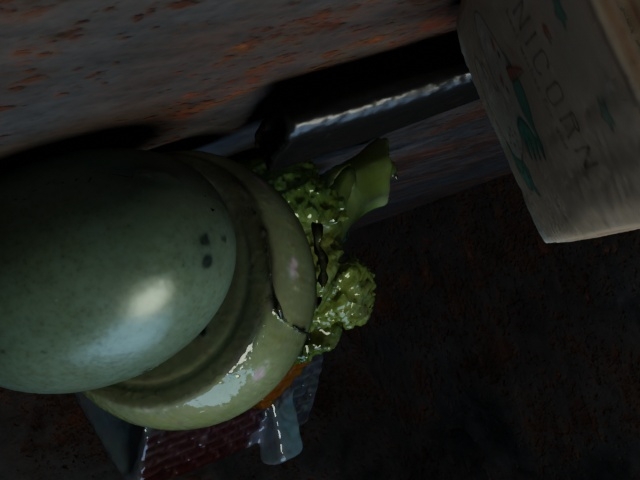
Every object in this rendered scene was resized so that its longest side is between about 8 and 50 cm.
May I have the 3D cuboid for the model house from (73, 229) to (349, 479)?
[{"bbox_3d":[-0.136,0.136,1.423,0.297,0.339,0.360,-8,-176,41],"label":"model house"}]

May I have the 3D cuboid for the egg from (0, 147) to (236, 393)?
[{"bbox_3d":[-0.173,0.022,0.827,0.236,0.169,0.169,-16,178,11],"label":"egg"}]

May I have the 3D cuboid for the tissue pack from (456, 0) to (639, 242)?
[{"bbox_3d":[0.137,-0.087,0.588,0.071,0.170,0.325,-21,177,1],"label":"tissue pack"}]

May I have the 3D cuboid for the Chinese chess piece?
[{"bbox_3d":[-0.113,0.037,0.944,0.237,0.238,0.092,-18,160,18],"label":"Chinese chess piece"}]

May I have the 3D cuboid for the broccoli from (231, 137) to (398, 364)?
[{"bbox_3d":[-0.005,0.031,1.214,0.186,0.254,0.302,32,-159,33],"label":"broccoli"}]

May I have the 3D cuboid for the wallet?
[{"bbox_3d":[0.107,-0.129,0.904,0.321,0.044,0.170,-20,179,-10],"label":"wallet"}]
